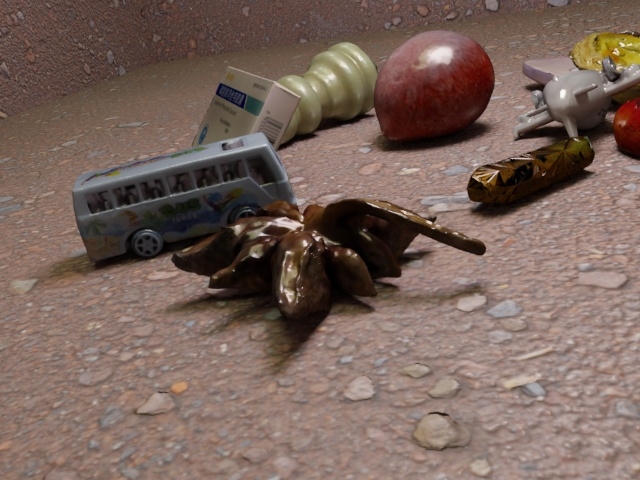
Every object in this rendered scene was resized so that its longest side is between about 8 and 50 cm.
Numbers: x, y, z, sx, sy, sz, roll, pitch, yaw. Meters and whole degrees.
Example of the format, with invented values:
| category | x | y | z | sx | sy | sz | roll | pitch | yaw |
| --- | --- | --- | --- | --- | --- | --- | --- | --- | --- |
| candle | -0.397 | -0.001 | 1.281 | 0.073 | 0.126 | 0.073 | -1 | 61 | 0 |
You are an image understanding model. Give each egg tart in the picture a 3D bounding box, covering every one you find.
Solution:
| category | x | y | z | sx | sy | sz | roll | pitch | yaw |
| --- | --- | --- | --- | --- | --- | --- | --- | --- | --- |
| egg tart | 0.640 | -0.349 | 1.310 | 0.279 | 0.095 | 0.279 | 0 | 35 | 0 |

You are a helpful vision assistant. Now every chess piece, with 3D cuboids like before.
| category | x | y | z | sx | sy | sz | roll | pitch | yaw |
| --- | --- | --- | --- | --- | --- | --- | --- | --- | --- |
| chess piece | -0.037 | -0.325 | 1.503 | 0.330 | 0.182 | 0.182 | -32 | 31 | -31 |

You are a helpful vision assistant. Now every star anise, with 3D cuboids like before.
| category | x | y | z | sx | sy | sz | roll | pitch | yaw |
| --- | --- | --- | --- | --- | --- | --- | --- | --- | --- |
| star anise | -0.001 | 0.002 | 0.799 | 0.292 | 0.108 | 0.350 | -31 | 31 | -30 |

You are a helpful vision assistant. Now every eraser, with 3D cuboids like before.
| category | x | y | z | sx | sy | sz | roll | pitch | yaw |
| --- | --- | --- | --- | --- | --- | --- | --- | --- | --- |
| eraser | 0.569 | -0.375 | 1.481 | 0.204 | 0.059 | 0.243 | -24 | 30 | -28 |

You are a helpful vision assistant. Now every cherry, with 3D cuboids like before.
| category | x | y | z | sx | sy | sz | roll | pitch | yaw |
| --- | --- | --- | --- | --- | --- | --- | --- | --- | --- |
| cherry | 0.214 | -0.310 | 1.298 | 0.240 | 0.206 | 0.239 | 1 | 29 | -1 |

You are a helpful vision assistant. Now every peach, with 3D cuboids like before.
| category | x | y | z | sx | sy | sz | roll | pitch | yaw |
| --- | --- | --- | --- | --- | --- | --- | --- | --- | --- |
| peach | 0.538 | -0.189 | 1.026 | 0.127 | 0.092 | 0.172 | -18 | 26 | -9 |

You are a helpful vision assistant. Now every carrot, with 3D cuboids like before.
| category | x | y | z | sx | sy | sz | roll | pitch | yaw |
| --- | --- | --- | --- | --- | --- | --- | --- | --- | --- |
| carrot | 0.317 | -0.105 | 0.962 | 0.229 | 0.068 | 0.069 | -20 | 25 | -24 |

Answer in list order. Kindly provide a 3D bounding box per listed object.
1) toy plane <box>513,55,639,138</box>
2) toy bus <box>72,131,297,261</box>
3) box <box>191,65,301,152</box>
| category | x | y | z | sx | sy | sz | roll | pitch | yaw |
| --- | --- | --- | --- | --- | --- | --- | --- | --- | --- |
| toy plane | 0.455 | -0.242 | 1.148 | 0.245 | 0.117 | 0.244 | -22 | -1 | 0 |
| toy bus | -0.208 | -0.069 | 1.009 | 0.330 | 0.135 | 0.109 | -14 | 26 | -6 |
| box | -0.159 | -0.229 | 1.287 | 0.065 | 0.200 | 0.343 | 22 | 9 | -27 |
